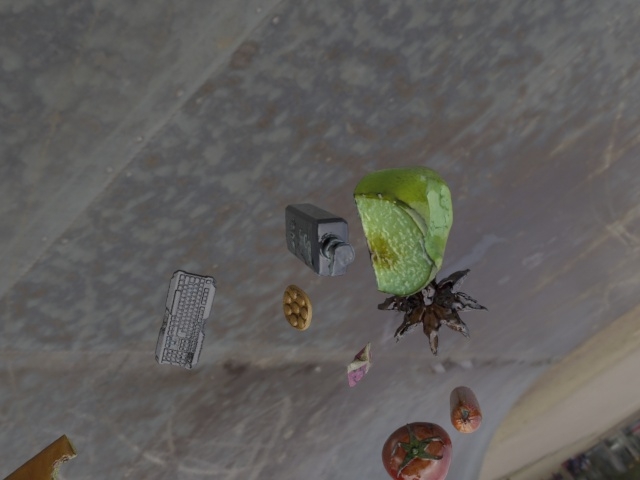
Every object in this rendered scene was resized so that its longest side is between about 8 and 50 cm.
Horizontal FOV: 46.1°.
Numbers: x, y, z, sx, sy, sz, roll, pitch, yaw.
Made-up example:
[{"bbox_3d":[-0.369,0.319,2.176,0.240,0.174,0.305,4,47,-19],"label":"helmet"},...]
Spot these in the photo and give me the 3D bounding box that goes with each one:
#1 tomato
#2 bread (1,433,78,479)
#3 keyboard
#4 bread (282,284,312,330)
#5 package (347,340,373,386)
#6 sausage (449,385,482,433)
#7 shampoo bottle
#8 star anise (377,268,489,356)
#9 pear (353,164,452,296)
[{"bbox_3d":[0.224,0.502,1.744,0.167,0.167,0.167,-27,155,-14],"label":"tomato"},{"bbox_3d":[-0.593,0.501,1.544,0.226,0.088,0.049,-36,163,-6],"label":"bread"},{"bbox_3d":[-0.307,0.185,1.713,0.106,0.016,0.262,12,118,-11],"label":"keyboard"},{"bbox_3d":[-0.054,0.154,1.737,0.024,0.110,0.110,-12,148,-37],"label":"bread"},{"bbox_3d":[0.080,0.244,1.487,0.083,0.029,0.059,-42,136,-37],"label":"package"},{"bbox_3d":[0.260,0.300,1.358,0.053,0.053,0.348,-35,171,5],"label":"sausage"},{"bbox_3d":[0.000,-0.001,1.307,0.071,0.098,0.309,0,-171,-15],"label":"shampoo bottle"},{"bbox_3d":[0.272,0.143,1.820,0.271,0.272,0.103,-29,148,-8],"label":"star anise"},{"bbox_3d":[0.205,-0.045,1.639,0.159,0.293,0.292,0,169,27],"label":"pear"}]
